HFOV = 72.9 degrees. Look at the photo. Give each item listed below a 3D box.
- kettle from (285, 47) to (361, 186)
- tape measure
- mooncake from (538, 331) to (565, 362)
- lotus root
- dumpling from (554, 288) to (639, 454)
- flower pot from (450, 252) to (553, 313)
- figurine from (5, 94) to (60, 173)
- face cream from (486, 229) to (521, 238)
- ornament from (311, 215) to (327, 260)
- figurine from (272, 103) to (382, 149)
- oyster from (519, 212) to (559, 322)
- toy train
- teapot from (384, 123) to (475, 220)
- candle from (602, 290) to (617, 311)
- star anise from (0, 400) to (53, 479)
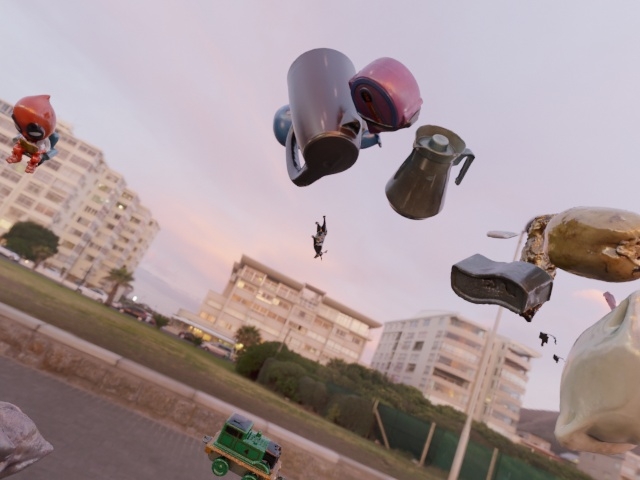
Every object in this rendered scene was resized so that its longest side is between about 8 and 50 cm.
[{"bbox_3d":[-0.007,-0.229,0.844,0.144,0.232,0.202,26,-44,-36],"label":"kettle"},{"bbox_3d":[0.104,-0.238,0.719,0.125,0.074,0.118,19,-31,53],"label":"tape measure"},{"bbox_3d":[0.551,0.211,0.750,0.347,0.057,0.150,14,-44,41],"label":"mooncake"},{"bbox_3d":[0.599,0.003,0.959,0.146,0.160,0.284,26,3,-11],"label":"lotus root"},{"bbox_3d":[0.381,0.171,0.518,0.152,0.228,0.124,17,19,1],"label":"dumpling"},{"bbox_3d":[0.454,0.110,1.108,0.229,0.108,0.103,14,-63,55],"label":"flower pot"},{"bbox_3d":[-0.501,-0.193,0.764,0.068,0.075,0.140,29,-57,-14],"label":"figurine"},{"bbox_3d":[0.459,-0.015,1.094,0.038,0.020,0.115,-15,4,-7],"label":"face cream"},{"bbox_3d":[0.000,0.000,0.960,0.028,0.073,0.125,10,-21,9],"label":"ornament"},{"bbox_3d":[0.056,-0.394,1.414,0.417,0.297,0.243,-9,2,-37],"label":"figurine"},{"bbox_3d":[0.667,0.083,1.312,0.129,0.344,0.079,16,4,20],"label":"oyster"},{"bbox_3d":[-0.184,0.521,1.075,0.228,0.136,0.091,22,3,8],"label":"toy train"},{"bbox_3d":[0.293,-0.179,1.153,0.204,0.170,0.225,-2,-40,-16],"label":"teapot"},{"bbox_3d":[0.840,0.193,1.240,0.026,0.167,0.021,-12,-72,26],"label":"candle"},{"bbox_3d":[-0.449,0.222,0.480,0.316,0.108,0.315,22,-17,7],"label":"star anise"}]
